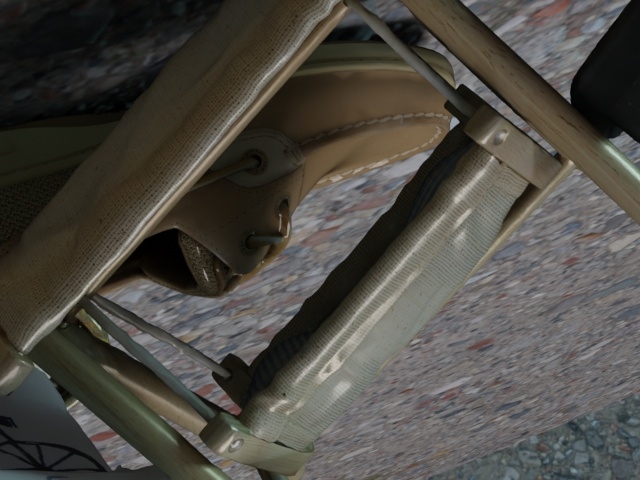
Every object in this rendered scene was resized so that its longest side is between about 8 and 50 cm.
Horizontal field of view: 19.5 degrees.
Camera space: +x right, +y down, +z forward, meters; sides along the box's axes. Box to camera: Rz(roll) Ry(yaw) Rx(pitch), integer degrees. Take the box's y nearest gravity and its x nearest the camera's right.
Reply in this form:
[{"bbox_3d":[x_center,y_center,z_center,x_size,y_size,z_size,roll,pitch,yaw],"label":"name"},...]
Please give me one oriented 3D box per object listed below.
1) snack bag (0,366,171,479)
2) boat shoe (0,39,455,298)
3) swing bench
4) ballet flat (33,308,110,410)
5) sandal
[{"bbox_3d":[-0.209,0.106,0.824,0.323,0.342,0.037,9,106,-29],"label":"snack bag"},{"bbox_3d":[-0.071,-0.018,1.007,0.341,0.110,0.121,-17,163,-19],"label":"boat shoe"},{"bbox_3d":[0.000,0.000,0.873,0.255,0.165,0.253,40,97,-28],"label":"swing bench"},{"bbox_3d":[-0.266,0.081,1.038,0.348,0.123,0.123,-12,161,-42],"label":"ballet flat"},{"bbox_3d":[0.202,-0.095,0.898,0.167,0.107,0.446,-54,175,15],"label":"sandal"}]
